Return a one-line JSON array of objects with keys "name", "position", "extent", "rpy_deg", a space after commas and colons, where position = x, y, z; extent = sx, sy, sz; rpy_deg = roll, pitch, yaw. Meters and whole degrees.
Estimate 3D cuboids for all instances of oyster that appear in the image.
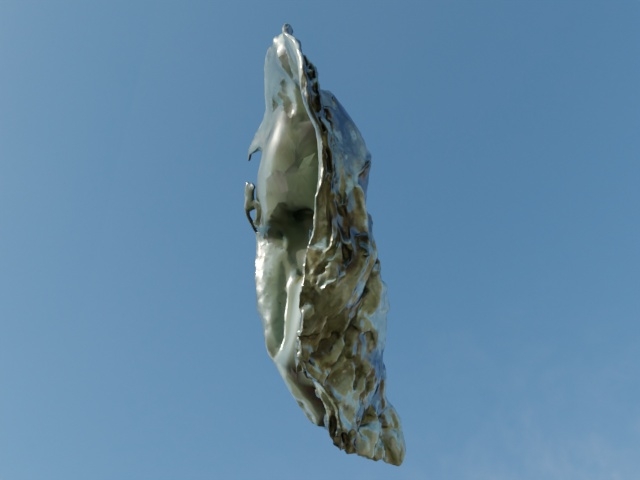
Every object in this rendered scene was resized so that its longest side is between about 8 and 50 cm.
[{"name": "oyster", "position": [-0.003, 0.000, 0.470], "extent": [0.087, 0.252, 0.199], "rpy_deg": [-9, -36, -26]}]
